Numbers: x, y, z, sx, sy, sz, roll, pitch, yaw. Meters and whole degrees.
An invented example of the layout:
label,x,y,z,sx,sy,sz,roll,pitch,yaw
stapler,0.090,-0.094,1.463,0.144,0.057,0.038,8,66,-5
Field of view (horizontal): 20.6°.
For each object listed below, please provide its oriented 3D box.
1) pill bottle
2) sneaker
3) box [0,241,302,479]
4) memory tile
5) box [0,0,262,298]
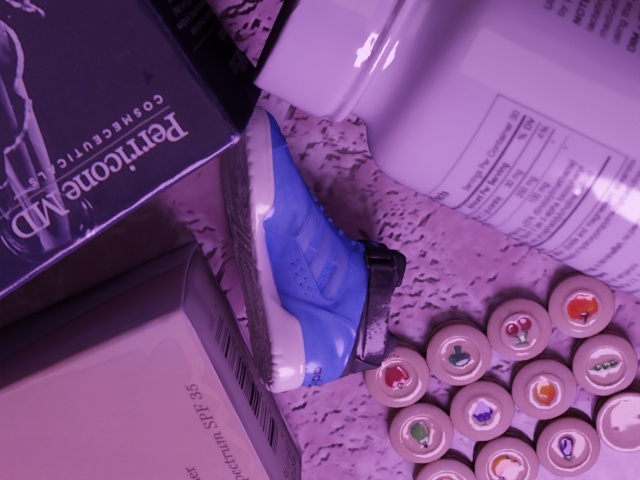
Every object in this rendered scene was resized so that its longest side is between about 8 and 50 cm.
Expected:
label,x,y,z,sx,sy,sz,roll,pitch,yaw
pill bottle,0.121,-0.077,0.867,0.283,0.160,0.160,26,104,-7
sneaker,0.000,0.000,0.946,0.085,0.058,0.152,-9,86,-19
box,-0.178,0.137,0.948,0.311,0.121,0.148,-25,105,7
memory tile,0.108,0.089,0.990,0.148,0.012,0.113,-21,105,6
box,-0.253,-0.099,0.848,0.343,0.179,0.312,-33,101,9
